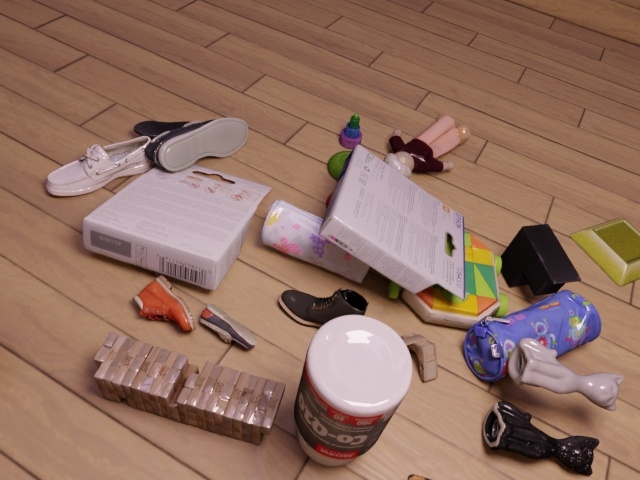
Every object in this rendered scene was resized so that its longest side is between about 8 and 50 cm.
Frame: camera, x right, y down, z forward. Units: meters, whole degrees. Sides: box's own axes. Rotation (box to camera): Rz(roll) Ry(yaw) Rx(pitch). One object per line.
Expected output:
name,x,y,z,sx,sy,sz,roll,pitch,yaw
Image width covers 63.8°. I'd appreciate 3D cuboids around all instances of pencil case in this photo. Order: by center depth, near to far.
pencil case,0.448,0.195,1.091,0.306,0.133,0.119,-14,13,-22
pencil case,0.000,0.000,1.188,0.273,0.124,0.113,21,50,10

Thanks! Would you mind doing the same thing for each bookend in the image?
bookend,0.499,0.071,1.196,0.072,0.156,0.157,-6,54,-14

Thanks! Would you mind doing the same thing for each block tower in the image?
block tower,-0.238,0.271,0.929,0.335,0.097,0.091,15,48,6

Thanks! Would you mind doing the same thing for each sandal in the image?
sandal,-0.433,-0.303,1.443,0.179,0.040,0.067,-11,56,-37

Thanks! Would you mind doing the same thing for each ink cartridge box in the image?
ink cartridge box,0.175,-0.037,1.155,0.330,0.071,0.324,34,37,-10
ink cartridge box,-0.320,-0.061,1.238,0.308,0.091,0.385,16,31,5

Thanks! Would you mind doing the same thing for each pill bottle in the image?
pill bottle,0.040,0.264,0.853,0.161,0.283,0.161,5,49,-6

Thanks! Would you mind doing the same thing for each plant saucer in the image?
plant saucer,0.802,0.014,1.367,0.188,0.045,0.188,-15,53,-22

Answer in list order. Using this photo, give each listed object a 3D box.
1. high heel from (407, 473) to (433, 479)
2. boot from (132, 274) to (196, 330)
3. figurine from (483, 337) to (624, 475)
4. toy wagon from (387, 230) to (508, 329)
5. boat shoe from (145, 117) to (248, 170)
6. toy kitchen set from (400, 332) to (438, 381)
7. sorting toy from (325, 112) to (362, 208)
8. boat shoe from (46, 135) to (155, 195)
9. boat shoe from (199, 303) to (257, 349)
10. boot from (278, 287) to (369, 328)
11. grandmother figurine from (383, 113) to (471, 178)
high heel,0.256,0.443,0.798,0.093,0.186,0.261,-34,62,-32
boot,-0.320,0.145,1.053,0.084,0.059,0.158,-33,53,-29
figurine,0.441,0.313,0.953,0.209,0.215,0.092,19,5,-1
toy wagon,0.301,0.051,1.232,0.267,0.068,0.345,10,48,-1
boat shoe,-0.324,-0.271,1.377,0.091,0.114,0.302,22,31,33
toy kitchen set,0.190,0.243,1.068,0.068,0.075,0.083,-10,11,-22
sorting toy,0.088,-0.222,1.399,0.127,0.126,0.366,7,49,-3
boat shoe,-0.550,-0.199,1.285,0.277,0.096,0.098,-29,59,-30
boat shoe,-0.189,0.183,1.049,0.137,0.049,0.043,33,94,16
boot,0.009,0.126,1.069,0.197,0.137,0.077,23,49,12
grandmother figurine,0.290,-0.266,1.493,0.207,0.104,0.342,29,47,27
